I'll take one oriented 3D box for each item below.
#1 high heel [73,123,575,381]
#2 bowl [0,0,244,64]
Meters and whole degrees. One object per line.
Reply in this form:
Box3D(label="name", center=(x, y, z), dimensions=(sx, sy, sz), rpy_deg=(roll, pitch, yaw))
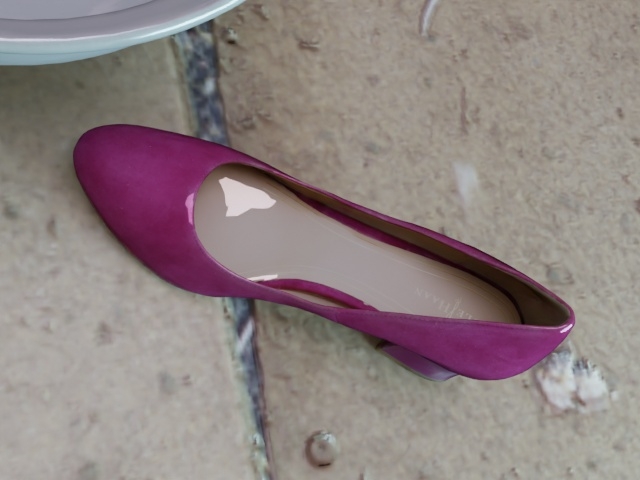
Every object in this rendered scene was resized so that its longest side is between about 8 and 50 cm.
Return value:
Box3D(label="high heel", center=(0.000, 0.000, 0.496), dimensions=(0.244, 0.117, 0.082), rpy_deg=(34, 63, -11))
Box3D(label="bowl", center=(-0.138, -0.190, 0.429), dimensions=(0.298, 0.134, 0.297), rpy_deg=(6, 73, -20))
